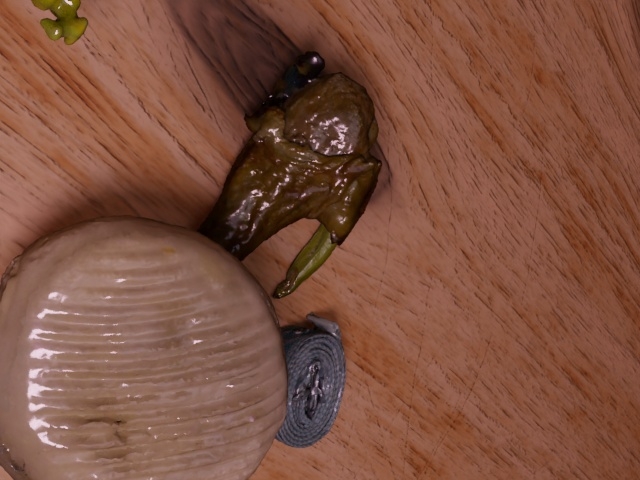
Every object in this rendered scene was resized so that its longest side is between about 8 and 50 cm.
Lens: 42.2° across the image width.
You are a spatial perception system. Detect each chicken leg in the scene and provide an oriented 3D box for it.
[{"bbox_3d":[-0.047,-0.053,1.087,0.212,0.140,0.361,33,86,-15],"label":"chicken leg"}]

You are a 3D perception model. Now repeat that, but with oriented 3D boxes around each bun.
[{"bbox_3d":[-0.201,0.142,0.911,0.326,0.234,0.361,-30,110,-15],"label":"bun"}]

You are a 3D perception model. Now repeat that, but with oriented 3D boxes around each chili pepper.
[{"bbox_3d":[0.001,0.000,1.187,0.049,0.043,0.208,37,75,-50],"label":"chili pepper"}]

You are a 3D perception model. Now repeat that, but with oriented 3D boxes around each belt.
[{"bbox_3d":[-0.029,0.206,1.173,0.148,0.082,0.162,-23,112,-38],"label":"belt"}]

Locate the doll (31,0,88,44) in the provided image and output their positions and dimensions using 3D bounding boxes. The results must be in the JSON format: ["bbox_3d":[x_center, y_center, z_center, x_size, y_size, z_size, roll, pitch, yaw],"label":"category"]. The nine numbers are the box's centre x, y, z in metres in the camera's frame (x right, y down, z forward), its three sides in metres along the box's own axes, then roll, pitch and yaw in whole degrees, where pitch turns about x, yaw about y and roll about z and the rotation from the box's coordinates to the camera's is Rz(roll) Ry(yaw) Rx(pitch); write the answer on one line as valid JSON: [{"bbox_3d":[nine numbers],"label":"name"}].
[{"bbox_3d":[-0.274,-0.396,0.796,0.341,0.099,0.346,56,39,-28],"label":"doll"}]
